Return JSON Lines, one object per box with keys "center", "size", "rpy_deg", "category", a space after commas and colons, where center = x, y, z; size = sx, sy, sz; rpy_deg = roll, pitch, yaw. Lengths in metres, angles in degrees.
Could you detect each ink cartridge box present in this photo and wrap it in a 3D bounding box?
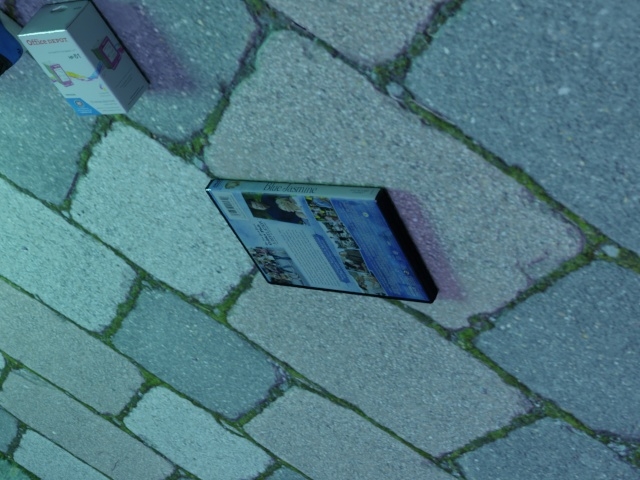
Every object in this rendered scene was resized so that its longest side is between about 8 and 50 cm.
{"center": [-0.263, -0.200, 1.279], "size": [0.089, 0.052, 0.122], "rpy_deg": [2, 138, 39], "category": "ink cartridge box"}

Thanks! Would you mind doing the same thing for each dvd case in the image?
{"center": [0.000, 0.000, 1.370], "size": [0.253, 0.022, 0.180], "rpy_deg": [5, 141, 36], "category": "dvd case"}

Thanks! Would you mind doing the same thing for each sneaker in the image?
{"center": [-0.414, -0.245, 1.314], "size": [0.152, 0.084, 0.058], "rpy_deg": [40, 148, -15], "category": "sneaker"}
